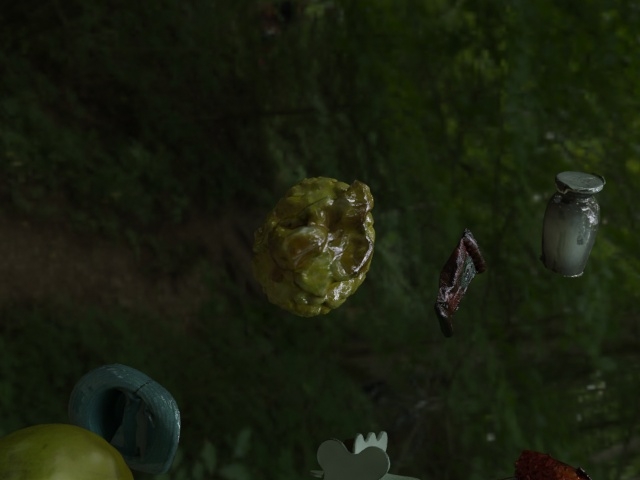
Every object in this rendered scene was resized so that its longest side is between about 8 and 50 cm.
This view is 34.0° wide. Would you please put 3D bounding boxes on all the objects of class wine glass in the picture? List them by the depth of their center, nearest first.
[{"bbox_3d":[0.508,-0.035,2.118,0.111,0.111,0.204,-113,-154,-60],"label":"wine glass"}]

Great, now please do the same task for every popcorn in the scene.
[{"bbox_3d":[0.000,0.000,1.808,0.237,0.206,0.251,-49,177,-44],"label":"popcorn"}]

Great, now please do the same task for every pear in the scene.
[{"bbox_3d":[-0.352,0.343,1.311,0.269,0.212,0.212,-22,117,-56],"label":"pear"}]

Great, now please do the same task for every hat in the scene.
[{"bbox_3d":[-0.265,0.256,1.489,0.078,0.191,0.138,-4,116,-66],"label":"hat"}]

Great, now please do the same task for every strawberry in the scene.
[{"bbox_3d":[0.344,0.374,1.516,0.121,0.082,0.188,55,-18,-26],"label":"strawberry"}]

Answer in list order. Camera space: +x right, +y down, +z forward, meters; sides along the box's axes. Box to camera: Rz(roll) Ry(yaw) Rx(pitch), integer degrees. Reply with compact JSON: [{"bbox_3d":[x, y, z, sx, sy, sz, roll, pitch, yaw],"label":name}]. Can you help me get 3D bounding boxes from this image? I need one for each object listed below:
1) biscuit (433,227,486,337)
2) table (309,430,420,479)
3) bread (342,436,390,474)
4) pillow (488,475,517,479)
[{"bbox_3d":[0.316,0.104,2.430,0.235,0.063,0.151,-61,153,-24],"label":"biscuit"},{"bbox_3d":[0.083,0.433,1.911,0.198,0.167,0.166,22,62,-68],"label":"table"},{"bbox_3d":[0.087,0.529,2.157,0.224,0.143,0.211,-38,124,-77],"label":"bread"},{"bbox_3d":[0.395,0.601,2.294,0.052,0.208,0.212,-85,162,-58],"label":"pillow"}]
